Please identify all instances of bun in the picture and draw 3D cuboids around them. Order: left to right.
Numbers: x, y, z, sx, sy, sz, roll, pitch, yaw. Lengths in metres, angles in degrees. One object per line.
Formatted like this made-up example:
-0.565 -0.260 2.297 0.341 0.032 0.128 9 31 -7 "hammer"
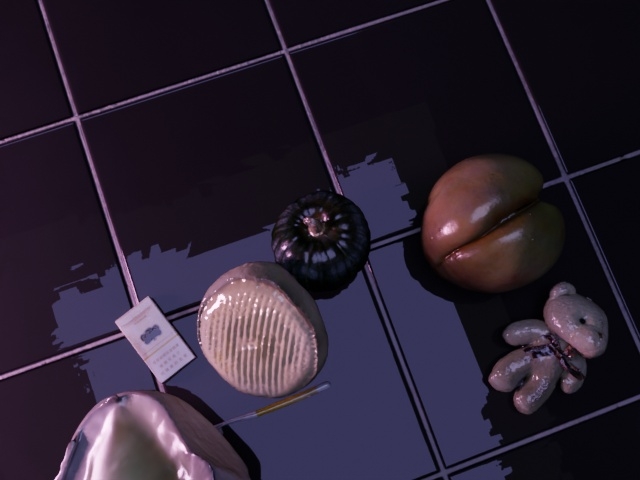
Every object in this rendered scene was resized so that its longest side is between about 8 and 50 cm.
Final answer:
-0.109 0.176 1.412 0.287 0.146 0.287 6 110 17 "bun"

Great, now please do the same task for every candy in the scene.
-0.332 0.520 1.332 0.386 0.186 0.427 28 85 16 "candy"

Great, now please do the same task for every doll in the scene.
0.485 0.236 1.449 0.175 0.149 0.278 39 93 -27 "doll"

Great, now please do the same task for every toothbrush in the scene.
-0.111 0.356 1.456 0.288 0.021 0.024 -21 91 -5 "toothbrush"

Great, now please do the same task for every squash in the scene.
0.002 0.002 1.450 0.218 0.172 0.218 3 77 -13 "squash"

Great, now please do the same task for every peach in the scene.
0.347 -0.029 1.441 0.292 0.247 0.292 2 105 9 "peach"

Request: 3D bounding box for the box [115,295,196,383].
-0.349 0.210 1.474 0.090 0.024 0.167 -38 82 -8 "box"
